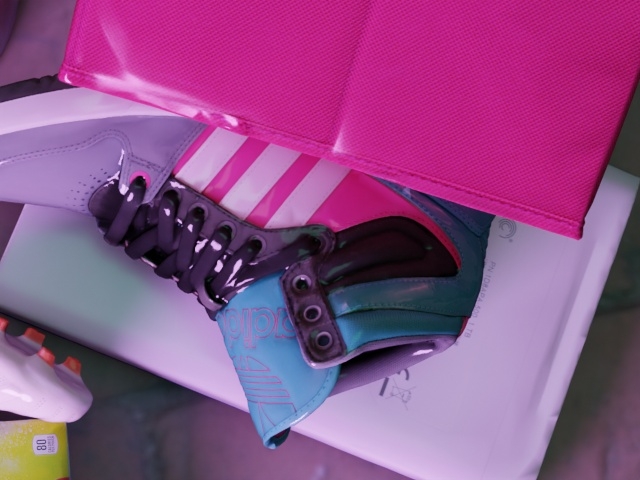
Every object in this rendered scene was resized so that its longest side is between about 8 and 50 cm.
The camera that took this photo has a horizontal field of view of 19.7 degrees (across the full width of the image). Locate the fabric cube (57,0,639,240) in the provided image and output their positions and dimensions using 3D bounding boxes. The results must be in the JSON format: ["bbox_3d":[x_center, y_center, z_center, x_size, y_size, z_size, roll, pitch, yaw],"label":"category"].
[{"bbox_3d":[0.045,-0.192,0.883,0.259,0.254,0.258,17,113,-1],"label":"fabric cube"}]

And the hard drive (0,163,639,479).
[{"bbox_3d":[0.000,0.000,1.043,0.318,0.040,0.210,23,77,-6],"label":"hard drive"}]

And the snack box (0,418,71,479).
[{"bbox_3d":[-0.230,0.186,0.958,0.207,0.070,0.174,-4,80,-9],"label":"snack box"}]

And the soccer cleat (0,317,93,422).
[{"bbox_3d":[-0.209,0.061,0.971,0.196,0.068,0.076,24,86,18],"label":"soccer cleat"}]

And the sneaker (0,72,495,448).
[{"bbox_3d":[-0.047,0.016,0.953,0.295,0.124,0.178,2,71,-11],"label":"sneaker"}]

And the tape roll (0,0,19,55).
[{"bbox_3d":[-0.276,-0.168,0.959,0.246,0.169,0.246,2,81,-10],"label":"tape roll"}]
